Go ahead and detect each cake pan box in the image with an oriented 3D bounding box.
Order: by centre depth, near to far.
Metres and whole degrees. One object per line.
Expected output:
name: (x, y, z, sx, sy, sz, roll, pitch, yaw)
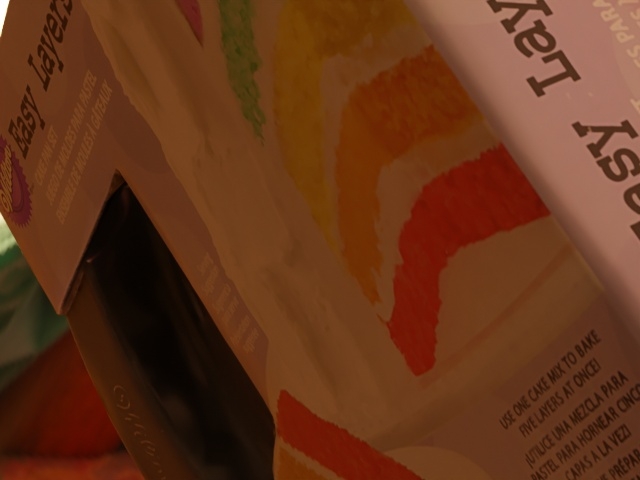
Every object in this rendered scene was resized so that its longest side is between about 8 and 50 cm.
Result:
cake pan box: (0.000, 0.000, 0.446, 0.070, 0.267, 0.246, -22, 72, -29)
